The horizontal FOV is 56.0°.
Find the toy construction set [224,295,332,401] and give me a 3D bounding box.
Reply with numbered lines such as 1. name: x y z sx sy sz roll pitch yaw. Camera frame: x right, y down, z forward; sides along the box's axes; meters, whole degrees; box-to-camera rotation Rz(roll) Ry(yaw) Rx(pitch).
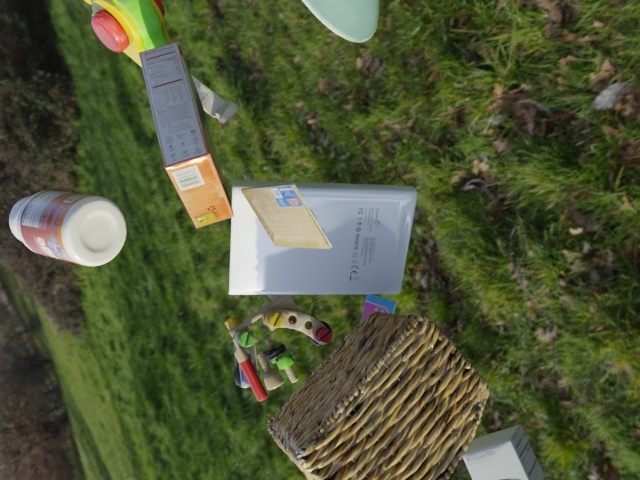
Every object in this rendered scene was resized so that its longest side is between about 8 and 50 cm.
1. toy construction set: -0.133 0.188 1.345 0.237 0.257 0.309 63 -169 -4

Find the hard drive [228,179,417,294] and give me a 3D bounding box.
1. hard drive: 0.000 0.000 1.035 0.040 0.307 0.203 -108 22 -62

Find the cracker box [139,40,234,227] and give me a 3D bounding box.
1. cracker box: -0.200 -0.157 0.901 0.156 0.067 0.232 79 172 -59

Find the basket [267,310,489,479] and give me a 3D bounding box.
1. basket: 0.098 0.283 0.975 0.213 0.299 0.223 46 165 -8

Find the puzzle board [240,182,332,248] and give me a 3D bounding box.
1. puzzle board: -0.045 -0.031 0.780 0.128 0.011 0.096 1 127 54

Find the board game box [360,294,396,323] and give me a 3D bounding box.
1. board game box: 0.092 0.303 1.311 0.064 0.317 0.242 13 160 6

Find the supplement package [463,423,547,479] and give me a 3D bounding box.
1. supplement package: 0.362 0.460 1.140 0.105 0.105 0.179 -29 79 27

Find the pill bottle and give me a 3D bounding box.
1. pill bottle: -0.459 -0.027 1.078 0.216 0.121 0.121 8 121 36

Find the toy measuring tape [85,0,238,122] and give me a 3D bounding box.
1. toy measuring tape: -0.269 -0.329 0.992 0.330 0.121 0.121 40 145 2

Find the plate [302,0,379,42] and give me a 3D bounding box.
1. plate: 0.004 -0.242 0.448 0.024 0.188 0.188 -16 101 32
